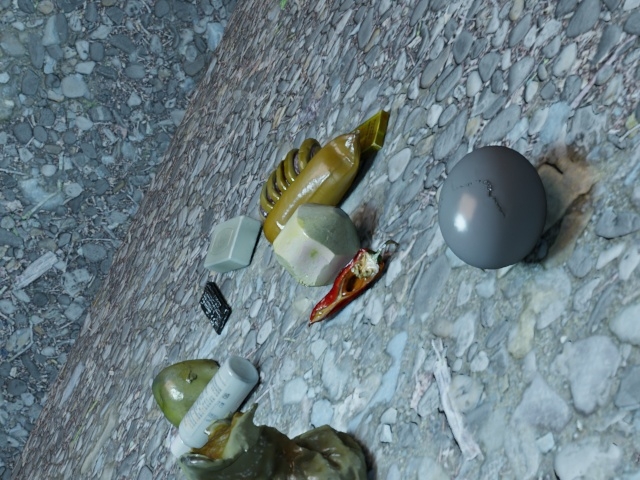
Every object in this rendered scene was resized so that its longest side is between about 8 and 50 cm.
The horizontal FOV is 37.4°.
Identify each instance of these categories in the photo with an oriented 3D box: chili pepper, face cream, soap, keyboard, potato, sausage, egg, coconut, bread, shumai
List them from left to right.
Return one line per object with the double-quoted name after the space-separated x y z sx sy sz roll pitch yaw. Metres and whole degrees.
-0.325 0.341 2.160 0.202 0.117 0.182 0 69 65 "potato"
-0.228 0.357 1.967 0.269 0.082 0.082 -54 24 26 "face cream"
-0.265 0.163 2.331 0.072 0.023 0.231 -64 22 7 "keyboard"
-0.217 0.011 2.334 0.183 0.064 0.121 -18 53 62 "soap"
-0.114 0.398 1.440 0.314 0.262 0.267 -59 22 17 "shumai"
-0.071 -0.127 2.133 0.225 0.081 0.134 -47 29 34 "bread"
-0.002 -0.109 1.933 0.328 0.112 0.112 -50 26 31 "sausage"
0.000 0.000 1.761 0.152 0.147 0.147 -50 26 33 "coconut"
0.057 0.075 1.687 0.050 0.059 0.268 -31 -15 -51 "chili pepper"
0.234 -0.047 1.288 0.146 0.146 0.198 -46 22 38 "egg"

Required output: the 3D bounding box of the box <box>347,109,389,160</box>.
0.084 -0.202 1.947 0.156 0.022 0.089 -32 38 53 "box"
